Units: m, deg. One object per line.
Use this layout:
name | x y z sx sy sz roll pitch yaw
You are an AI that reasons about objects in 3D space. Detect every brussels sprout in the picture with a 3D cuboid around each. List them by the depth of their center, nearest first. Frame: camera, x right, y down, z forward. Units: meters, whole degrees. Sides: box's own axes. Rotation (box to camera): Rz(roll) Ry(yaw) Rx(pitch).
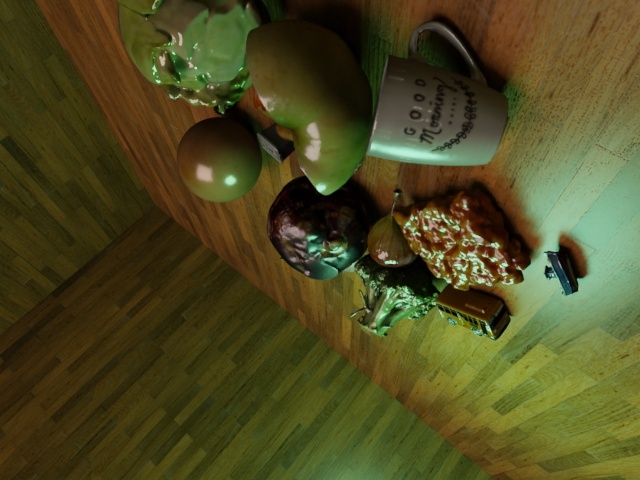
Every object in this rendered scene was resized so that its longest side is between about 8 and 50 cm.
brussels sprout | -0.306 -0.543 1.102 0.361 0.342 0.425 46 144 21

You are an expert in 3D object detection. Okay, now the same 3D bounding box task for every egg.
egg | -0.368 -0.288 1.739 0.301 0.301 0.374 49 160 -14

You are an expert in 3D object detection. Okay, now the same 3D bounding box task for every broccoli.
broccoli | 0.221 0.168 1.577 0.304 0.283 0.321 25 172 37

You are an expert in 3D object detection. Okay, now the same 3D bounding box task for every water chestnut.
water chestnut | -0.007 -0.062 1.572 0.335 0.335 0.347 56 -160 -28

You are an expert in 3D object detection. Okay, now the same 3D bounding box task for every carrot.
carrot | -0.050 -0.295 1.327 0.078 0.078 0.298 57 173 -31

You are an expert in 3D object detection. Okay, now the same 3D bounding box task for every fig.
fig | 0.221 -0.035 1.439 0.160 0.230 0.143 8 -173 27

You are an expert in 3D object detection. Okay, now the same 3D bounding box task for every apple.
apple | -0.026 -0.312 1.069 0.312 0.360 0.320 15 128 -7

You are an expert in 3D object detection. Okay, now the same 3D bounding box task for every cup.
cup | 0.224 -0.268 0.899 0.234 0.258 0.186 10 -167 2

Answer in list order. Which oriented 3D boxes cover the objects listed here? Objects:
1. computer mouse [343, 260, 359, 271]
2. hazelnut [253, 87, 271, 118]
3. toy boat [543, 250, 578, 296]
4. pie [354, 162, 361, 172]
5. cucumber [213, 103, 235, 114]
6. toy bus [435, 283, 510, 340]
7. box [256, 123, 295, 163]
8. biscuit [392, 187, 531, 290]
computer mouse | -0.003 0.005 1.897 0.389 0.115 0.199 39 155 11
hazelnut | -0.110 -0.405 1.324 0.150 0.150 0.150 37 158 18
toy boat | 0.550 0.073 1.105 0.061 0.060 0.137 -8 131 38
pie | 0.038 -0.259 1.388 0.182 0.049 0.182 23 143 19
cucumber | -0.316 -0.479 1.622 0.067 0.067 0.293 48 159 -11
toy bus | 0.465 0.212 1.466 0.201 0.098 0.114 20 149 49
box | -0.144 -0.322 1.574 0.122 0.069 0.084 43 168 25
biscuit | 0.364 0.008 1.252 0.318 0.110 0.312 49 157 -14
